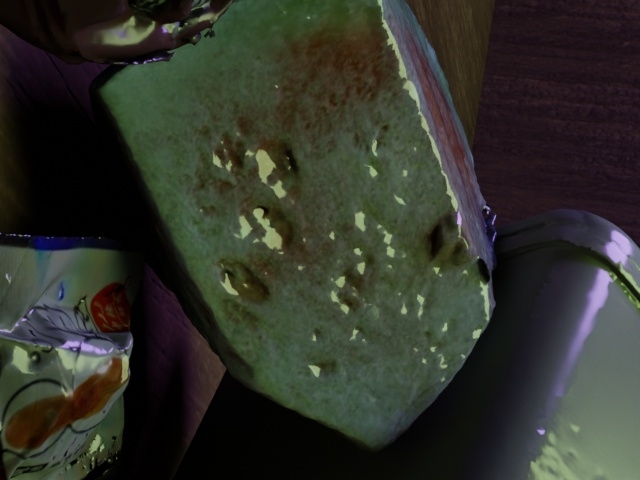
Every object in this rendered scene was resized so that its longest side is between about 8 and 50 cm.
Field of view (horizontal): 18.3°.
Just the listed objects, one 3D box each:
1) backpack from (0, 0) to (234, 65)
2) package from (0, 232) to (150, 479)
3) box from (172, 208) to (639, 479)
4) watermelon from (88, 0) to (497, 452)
[{"bbox_3d":[-0.078,-0.236,0.898,0.283,0.197,0.317,-41,137,-76],"label":"backpack"},{"bbox_3d":[-0.159,0.079,1.030,0.269,0.071,0.194,-23,117,-62],"label":"package"},{"bbox_3d":[0.044,0.189,1.264,0.177,0.352,0.344,45,51,-25],"label":"box"},{"bbox_3d":[0.000,0.000,1.183,0.387,0.228,0.258,69,0,-68],"label":"watermelon"}]
